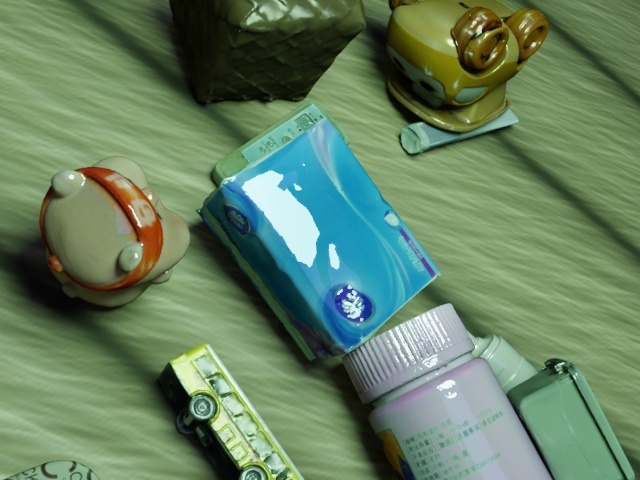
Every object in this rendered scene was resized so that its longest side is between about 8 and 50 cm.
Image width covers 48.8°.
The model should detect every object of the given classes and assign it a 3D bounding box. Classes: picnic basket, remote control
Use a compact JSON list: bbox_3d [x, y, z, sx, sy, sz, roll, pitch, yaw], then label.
[{"bbox_3d":[-0.091,-0.390,1.045,0.254,0.291,0.320,-6,77,-26],"label":"picnic basket"},{"bbox_3d":[-0.057,-0.130,1.084,0.098,0.038,0.233,48,56,3],"label":"remote control"}]

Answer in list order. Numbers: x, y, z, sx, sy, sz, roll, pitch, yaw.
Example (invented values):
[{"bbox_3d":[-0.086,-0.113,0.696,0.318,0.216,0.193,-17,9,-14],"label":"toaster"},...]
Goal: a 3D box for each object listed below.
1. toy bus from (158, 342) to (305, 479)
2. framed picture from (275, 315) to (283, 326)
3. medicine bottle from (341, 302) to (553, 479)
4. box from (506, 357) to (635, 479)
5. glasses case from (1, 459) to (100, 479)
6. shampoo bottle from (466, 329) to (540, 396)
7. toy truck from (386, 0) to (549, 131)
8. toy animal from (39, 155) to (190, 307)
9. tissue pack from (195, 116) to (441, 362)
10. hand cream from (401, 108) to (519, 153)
[{"bbox_3d":[-0.112,0.238,0.858,0.074,0.081,0.226,-30,77,-37],"label":"toy bus"},{"bbox_3d":[0.002,0.008,1.035,0.173,0.010,0.231,-2,77,-26],"label":"framed picture"},{"bbox_3d":[0.164,0.245,0.914,0.178,0.178,0.290,-20,75,-30],"label":"medicine bottle"},{"bbox_3d":[0.320,0.250,0.928,0.093,0.124,0.172,-26,84,1],"label":"box"},{"bbox_3d":[-0.376,0.336,0.685,0.355,0.085,0.137,-19,75,-30],"label":"glasses case"},{"bbox_3d":[0.303,0.237,1.031,0.303,0.092,0.092,45,57,3],"label":"shampoo bottle"},{"bbox_3d":[0.235,-0.322,1.180,0.288,0.211,0.204,-22,55,-38],"label":"toy truck"},{"bbox_3d":[-0.253,-0.007,0.841,0.171,0.198,0.171,8,68,-19],"label":"toy animal"},{"bbox_3d":[0.000,0.000,0.946,0.198,0.146,0.263,-37,93,-28],"label":"tissue pack"},{"bbox_3d":[0.249,-0.206,1.249,0.255,0.048,0.079,-23,63,-31],"label":"hand cream"}]
